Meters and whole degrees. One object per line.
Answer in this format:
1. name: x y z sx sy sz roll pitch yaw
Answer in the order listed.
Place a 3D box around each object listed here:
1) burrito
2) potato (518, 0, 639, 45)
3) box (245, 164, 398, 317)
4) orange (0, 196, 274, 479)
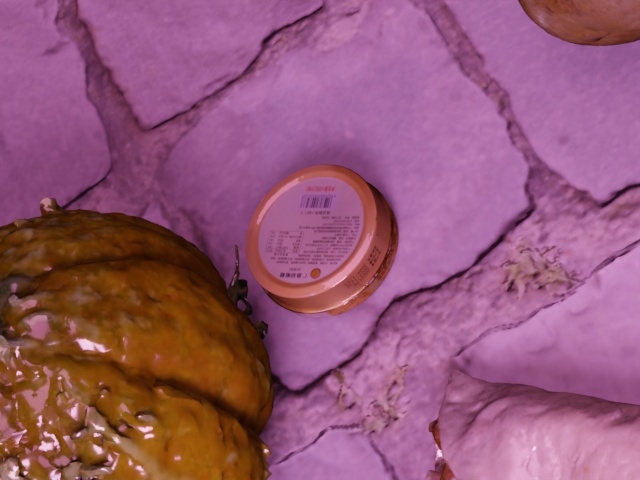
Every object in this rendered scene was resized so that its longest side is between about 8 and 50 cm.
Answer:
1. burrito: 0.222 0.150 0.944 0.392 0.076 0.117 8 79 34
2. potato: 0.224 -0.268 1.100 0.210 0.173 0.307 27 86 48
3. box: 0.000 0.000 1.173 0.105 0.037 0.105 -14 58 23
4. orange: -0.184 0.113 1.099 0.301 0.223 0.300 -13 58 27
